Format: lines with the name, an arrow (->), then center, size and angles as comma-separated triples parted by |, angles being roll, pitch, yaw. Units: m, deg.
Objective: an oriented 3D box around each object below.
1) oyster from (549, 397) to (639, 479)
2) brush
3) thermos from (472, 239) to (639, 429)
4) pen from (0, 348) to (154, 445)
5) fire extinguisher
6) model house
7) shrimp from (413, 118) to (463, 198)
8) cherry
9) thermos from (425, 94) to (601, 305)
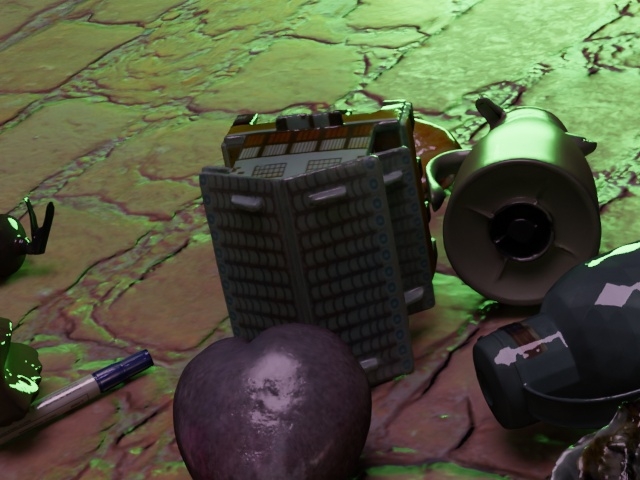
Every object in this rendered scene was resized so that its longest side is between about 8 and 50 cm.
oyster -> 0.323, 0.158, 1.193 | 0.351, 0.162, 0.158 | -22, -2, -32
brush -> -0.321, 0.098, 1.608 | 0.071, 0.084, 0.301 | -23, 17, -7
thermos -> 0.272, 0.079, 1.333 | 0.286, 0.145, 0.182 | -21, 24, -10
pen -> -0.249, 0.154, 1.545 | 0.204, 0.025, 0.025 | -26, 31, -23
fire extinguisher -> -0.411, -0.005, 1.828 | 0.267, 0.089, 0.072 | 1, 8, 25
model house -> 0.000, 0.000, 1.518 | 0.198, 0.224, 0.215 | -3, 26, 13
shrimp -> 0.038, -0.088, 1.816 | 0.248, 0.068, 0.150 | 7, 40, 24
cherry -> -0.036, 0.150, 1.347 | 0.176, 0.140, 0.176 | -10, 53, 13
thermos -> 0.189, -0.053, 1.612 | 0.176, 0.146, 0.265 | -3, 21, 9
